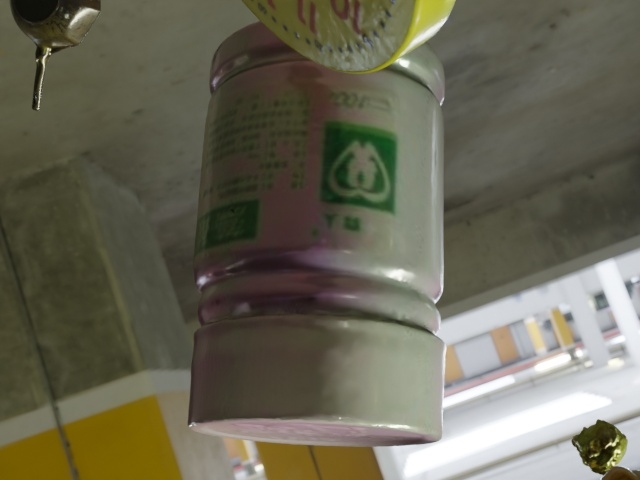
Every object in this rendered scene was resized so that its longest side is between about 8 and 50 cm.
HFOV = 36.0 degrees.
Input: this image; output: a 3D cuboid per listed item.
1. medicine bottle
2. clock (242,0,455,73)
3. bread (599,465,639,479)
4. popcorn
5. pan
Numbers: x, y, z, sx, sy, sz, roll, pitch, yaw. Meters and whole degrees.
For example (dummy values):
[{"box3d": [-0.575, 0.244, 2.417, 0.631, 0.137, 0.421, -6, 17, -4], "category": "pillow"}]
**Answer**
[{"box3d": [0.000, 0.000, 0.822, 0.212, 0.326, 0.212, 2, 165, 1], "category": "medicine bottle"}, {"box3d": [-0.032, -0.225, 0.585, 0.071, 0.277, 0.293, -36, 151, -18], "category": "clock"}, {"box3d": [0.234, 0.274, 0.791, 0.200, 0.077, 0.116, -53, -159, 3], "category": "bread"}, {"box3d": [0.363, 0.272, 1.274, 0.068, 0.060, 0.083, 1, 127, -8], "category": "popcorn"}, {"box3d": [-0.338, -0.270, 1.234, 0.128, 0.202, 0.048, -3, -177, 27], "category": "pan"}]
